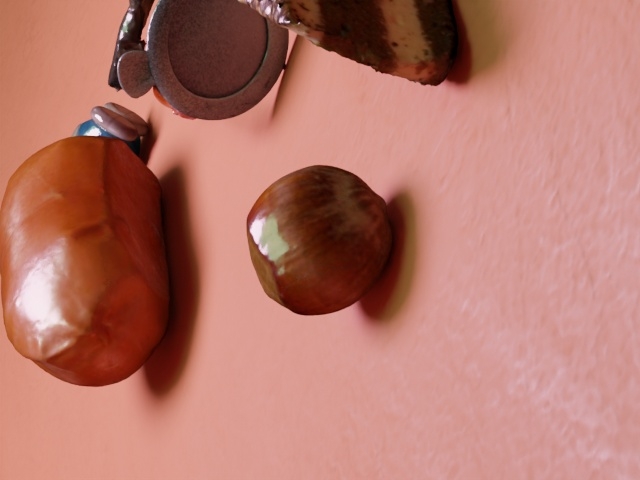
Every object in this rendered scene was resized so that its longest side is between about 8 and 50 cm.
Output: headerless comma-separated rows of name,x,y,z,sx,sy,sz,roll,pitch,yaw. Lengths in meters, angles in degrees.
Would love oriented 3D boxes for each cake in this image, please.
cake,-0.004,-0.138,1.041,0.246,0.112,0.135,-101,30,-44

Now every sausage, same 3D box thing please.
sausage,-0.180,0.013,1.359,0.258,0.133,0.133,-106,37,-52

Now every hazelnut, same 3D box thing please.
hazelnut,0.000,0.000,0.986,0.086,0.086,0.086,-164,90,-70

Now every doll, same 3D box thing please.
doll,-0.202,-0.043,1.527,0.152,0.085,0.114,-59,-6,17

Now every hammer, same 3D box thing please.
hammer,-0.121,-0.224,1.427,0.297,0.027,0.125,-78,5,-50

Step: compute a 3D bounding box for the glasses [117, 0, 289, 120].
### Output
glasses,-0.093,-0.206,1.310,0.268,0.118,0.234,-161,84,-71
